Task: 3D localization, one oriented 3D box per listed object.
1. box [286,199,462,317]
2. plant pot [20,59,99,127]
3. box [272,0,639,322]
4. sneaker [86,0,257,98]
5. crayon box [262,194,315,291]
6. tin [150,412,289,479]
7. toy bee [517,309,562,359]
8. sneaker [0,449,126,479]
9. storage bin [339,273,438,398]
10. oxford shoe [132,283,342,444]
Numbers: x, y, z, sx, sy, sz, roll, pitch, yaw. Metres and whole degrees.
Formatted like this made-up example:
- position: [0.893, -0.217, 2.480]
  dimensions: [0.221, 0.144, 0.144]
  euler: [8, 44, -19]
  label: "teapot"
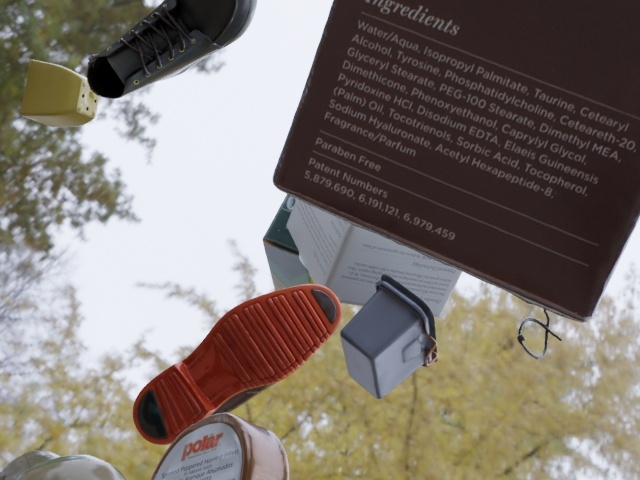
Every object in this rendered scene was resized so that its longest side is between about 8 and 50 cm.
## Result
- position: [0.074, -0.006, 1.286]
  dimensions: [0.181, 0.181, 0.119]
  euler: [10, -62, -25]
  label: "box"
- position: [-0.361, -0.205, 1.383]
  dimensions: [0.083, 0.081, 0.082]
  euler: [7, -94, 21]
  label: "plant pot"
- position: [0.104, -0.097, 0.496]
  dimensions: [0.167, 0.168, 0.203]
  euler: [25, -72, 12]
  label: "box"
- position: [-0.160, -0.219, 1.051]
  dimensions: [0.083, 0.118, 0.222]
  euler: [53, -43, -4]
  label: "sneaker"
- position: [0.000, 0.000, 1.554]
  dimensions: [0.081, 0.202, 0.318]
  euler: [21, -24, 14]
  label: "crayon box"
- position: [-0.071, 0.193, 0.580]
  dimensions: [0.106, 0.190, 0.040]
  euler: [-23, -45, 33]
  label: "tin"
- position: [0.331, -0.009, 1.368]
  dimensions: [0.162, 0.195, 0.298]
  euler: [-22, -78, 46]
  label: "toy bee"
- position: [-0.120, 0.123, 0.410]
  dimensions: [0.064, 0.086, 0.192]
  euler: [-7, -39, -23]
  label: "sneaker"
- position: [0.081, 0.126, 1.154]
  dimensions: [0.098, 0.091, 0.135]
  euler: [37, -23, 30]
  label: "storage bin"
- position: [-0.089, 0.137, 1.123]
  dimensions: [0.271, 0.098, 0.097]
  euler: [-32, -103, 9]
  label: "oxford shoe"
